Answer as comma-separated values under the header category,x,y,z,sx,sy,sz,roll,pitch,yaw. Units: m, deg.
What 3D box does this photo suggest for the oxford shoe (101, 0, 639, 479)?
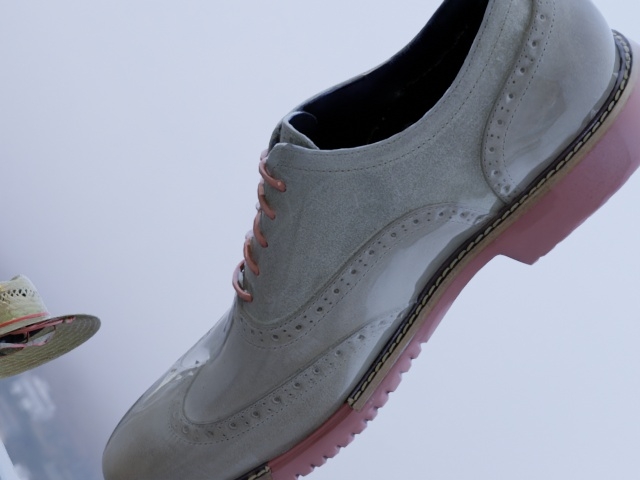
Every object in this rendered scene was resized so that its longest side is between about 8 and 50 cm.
category,x,y,z,sx,sy,sz,roll,pitch,yaw
oxford shoe,0.000,0.000,0.861,0.146,0.397,0.140,40,11,-28

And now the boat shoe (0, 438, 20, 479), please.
category,x,y,z,sx,sy,sz,roll,pitch,yaw
boat shoe,-0.175,0.211,0.868,0.078,0.070,0.219,146,-79,-87

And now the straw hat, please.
category,x,y,z,sx,sy,sz,roll,pitch,yaw
straw hat,-0.242,0.059,1.208,0.061,0.144,0.144,66,-19,13
